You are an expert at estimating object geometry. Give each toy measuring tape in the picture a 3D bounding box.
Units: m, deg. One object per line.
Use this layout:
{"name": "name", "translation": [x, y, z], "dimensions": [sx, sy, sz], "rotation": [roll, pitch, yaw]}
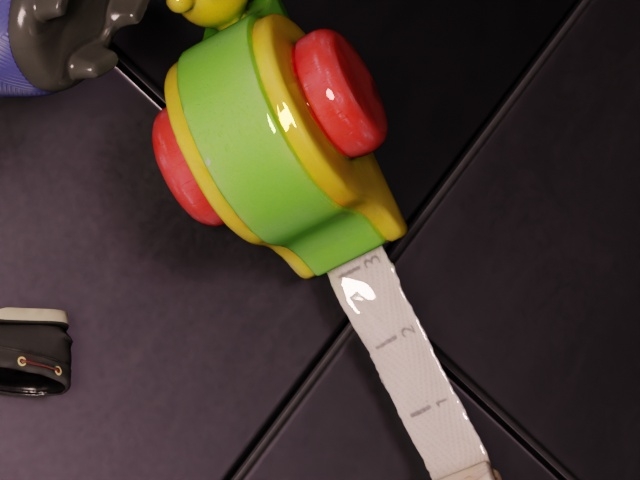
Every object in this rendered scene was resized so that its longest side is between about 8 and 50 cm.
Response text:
{"name": "toy measuring tape", "translation": [0.000, 0.000, 0.868], "dimensions": [0.121, 0.121, 0.330], "rotation": [-24, 89, -28]}

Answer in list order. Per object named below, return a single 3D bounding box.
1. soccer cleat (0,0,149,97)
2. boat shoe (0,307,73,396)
{"name": "soccer cleat", "translation": [-0.119, -0.186, 0.875], "dimensions": [0.289, 0.121, 0.093], "rotation": [-64, 146, -37]}
{"name": "boat shoe", "translation": [-0.181, 0.056, 0.810], "dimensions": [0.133, 0.049, 0.042], "rotation": [2, 69, -29]}
